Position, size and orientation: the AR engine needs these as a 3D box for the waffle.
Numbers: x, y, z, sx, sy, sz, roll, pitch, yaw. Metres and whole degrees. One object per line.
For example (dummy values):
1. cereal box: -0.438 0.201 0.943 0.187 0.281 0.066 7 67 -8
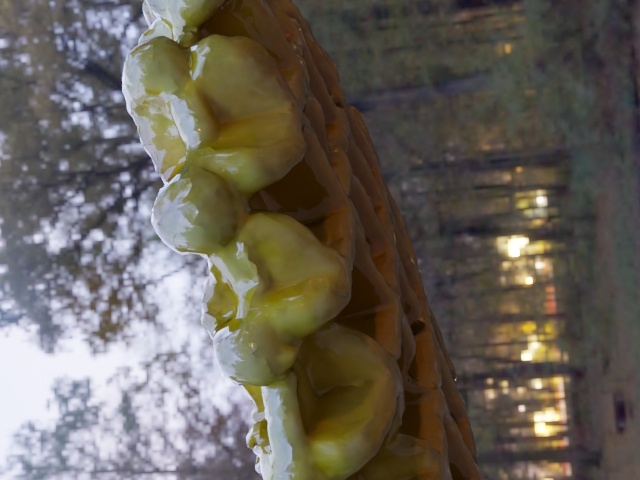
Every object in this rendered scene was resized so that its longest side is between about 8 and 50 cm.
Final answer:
1. waffle: 0.001 -0.001 0.474 0.283 0.065 0.309 48 -156 -66
